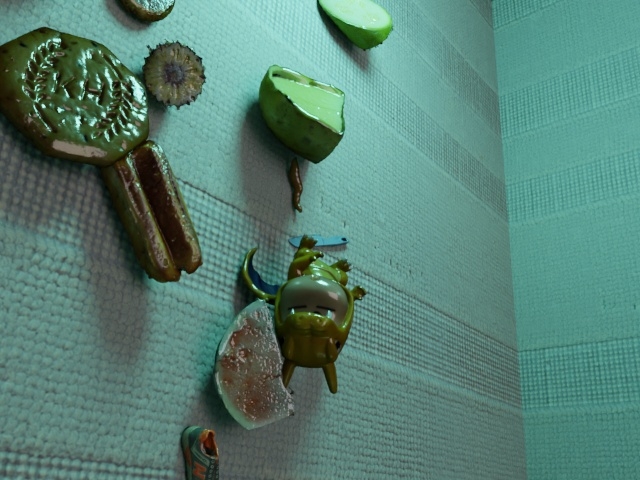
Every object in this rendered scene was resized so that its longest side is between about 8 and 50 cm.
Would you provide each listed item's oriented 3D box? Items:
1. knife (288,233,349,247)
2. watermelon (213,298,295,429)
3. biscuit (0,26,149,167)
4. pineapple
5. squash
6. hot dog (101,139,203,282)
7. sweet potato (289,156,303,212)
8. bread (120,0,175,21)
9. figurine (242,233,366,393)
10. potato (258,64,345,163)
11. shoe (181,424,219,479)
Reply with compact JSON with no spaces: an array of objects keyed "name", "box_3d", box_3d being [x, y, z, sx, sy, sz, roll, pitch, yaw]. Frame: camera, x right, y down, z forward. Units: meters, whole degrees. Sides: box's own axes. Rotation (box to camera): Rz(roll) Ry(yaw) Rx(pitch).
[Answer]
[{"name":"knife","box_3d":[0.000,0.000,2.160,0.313,0.019,0.045,-4,73,-53]},{"name":"watermelon","box_3d":[-0.169,0.311,1.684,0.224,0.180,0.305,-2,77,-68]},{"name":"biscuit","box_3d":[-0.542,-0.324,1.471,0.359,0.046,0.359,23,51,-31]},{"name":"pineapple","box_3d":[-0.386,-0.435,1.735,0.161,0.137,0.176,-24,106,-10]},{"name":"squash","box_3d":[0.138,-0.870,2.513,0.260,0.189,0.189,41,48,-42]},{"name":"hot dog","box_3d":[-0.398,-0.066,1.571,0.158,0.117,0.349,-23,89,-26]},{"name":"sweet potato","box_3d":[-0.075,-0.175,2.103,0.044,0.044,0.179,-1,85,-53]},{"name":"bread","box_3d":[-0.466,-0.667,1.750,0.193,0.064,0.193,17,66,-43]},{"name":"figurine","box_3d":[-0.012,0.199,1.826,0.401,0.268,0.387,52,25,-32]},{"name":"potato","box_3d":[-0.085,-0.382,2.062,0.280,0.213,0.330,26,31,-17]},{"name":"shoe","box_3d":[-0.270,0.531,1.556,0.074,0.077,0.195,-8,83,-54]}]
